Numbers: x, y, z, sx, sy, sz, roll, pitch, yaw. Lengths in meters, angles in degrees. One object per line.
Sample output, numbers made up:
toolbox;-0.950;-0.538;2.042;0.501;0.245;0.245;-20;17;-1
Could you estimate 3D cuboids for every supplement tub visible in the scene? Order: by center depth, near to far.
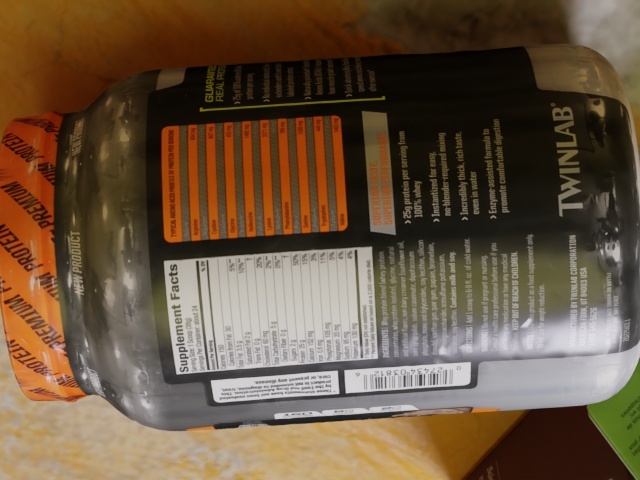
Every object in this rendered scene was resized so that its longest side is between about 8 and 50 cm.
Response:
supplement tub;0.000;0.000;0.884;0.338;0.207;0.207;-3;125;0

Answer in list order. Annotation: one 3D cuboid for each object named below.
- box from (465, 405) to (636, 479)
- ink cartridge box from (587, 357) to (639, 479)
box;0.227;0.214;1.064;0.203;0.168;0.167;27;120;-19
ink cartridge box;0.316;0.079;0.955;0.255;0.097;0.188;9;128;-44
